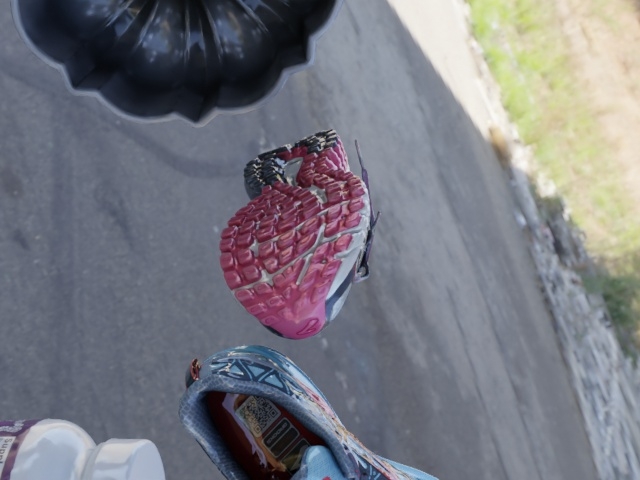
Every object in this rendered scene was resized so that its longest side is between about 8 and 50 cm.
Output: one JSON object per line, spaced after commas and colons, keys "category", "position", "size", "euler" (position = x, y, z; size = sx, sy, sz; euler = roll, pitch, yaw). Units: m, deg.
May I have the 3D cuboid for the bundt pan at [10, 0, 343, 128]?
{"category": "bundt pan", "position": [-0.135, -0.282, 0.947], "size": [0.331, 0.331, 0.124], "euler": [59, 13, -17]}

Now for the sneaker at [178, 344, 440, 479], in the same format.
{"category": "sneaker", "position": [0.004, 0.174, 0.641], "size": [0.262, 0.104, 0.125], "euler": [37, 3, 13]}

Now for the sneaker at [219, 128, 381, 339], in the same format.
{"category": "sneaker", "position": [0.000, 0.000, 0.803], "size": [0.299, 0.121, 0.112], "euler": [-82, 150, -67]}

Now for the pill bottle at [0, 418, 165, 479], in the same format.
{"category": "pill bottle", "position": [-0.308, 0.255, 0.933], "size": [0.169, 0.302, 0.169], "euler": [-3, 90, -83]}
